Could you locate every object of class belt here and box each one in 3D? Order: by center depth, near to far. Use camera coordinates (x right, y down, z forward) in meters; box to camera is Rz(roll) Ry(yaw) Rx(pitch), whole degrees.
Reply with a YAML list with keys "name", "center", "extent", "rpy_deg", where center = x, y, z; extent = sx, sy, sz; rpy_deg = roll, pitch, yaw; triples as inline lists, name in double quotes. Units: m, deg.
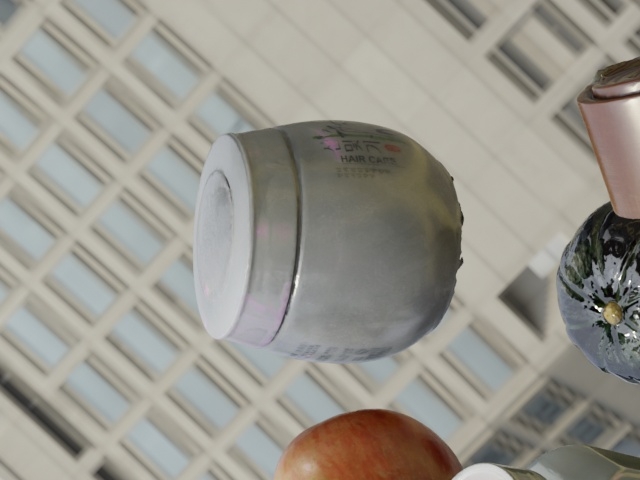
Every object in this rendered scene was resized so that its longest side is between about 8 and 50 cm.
- name: "belt"
  center: [0.307, -0.099, 1.132]
  extent: [0.184, 0.261, 0.105]
  rpy_deg: [-138, 28, -80]

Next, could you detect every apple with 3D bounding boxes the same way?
- name: "apple"
  center: [0.049, 0.273, 1.757]
  extent: [0.209, 0.209, 0.164]
  rpy_deg: [25, -154, -51]

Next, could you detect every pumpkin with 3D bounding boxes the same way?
- name: "pumpkin"
  center: [0.365, 0.056, 1.847]
  extent: [0.220, 0.220, 0.162]
  rpy_deg: [48, -136, 16]

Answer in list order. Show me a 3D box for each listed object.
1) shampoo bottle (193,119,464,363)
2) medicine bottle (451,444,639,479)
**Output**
- name: "shampoo bottle"
  center: [0.000, 0.000, 1.846]
  extent: [0.266, 0.273, 0.273]
  rpy_deg: [5, -149, -21]
- name: "medicine bottle"
  center: [0.232, 0.253, 1.341]
  extent: [0.296, 0.161, 0.111]
  rpy_deg: [19, -175, -35]
